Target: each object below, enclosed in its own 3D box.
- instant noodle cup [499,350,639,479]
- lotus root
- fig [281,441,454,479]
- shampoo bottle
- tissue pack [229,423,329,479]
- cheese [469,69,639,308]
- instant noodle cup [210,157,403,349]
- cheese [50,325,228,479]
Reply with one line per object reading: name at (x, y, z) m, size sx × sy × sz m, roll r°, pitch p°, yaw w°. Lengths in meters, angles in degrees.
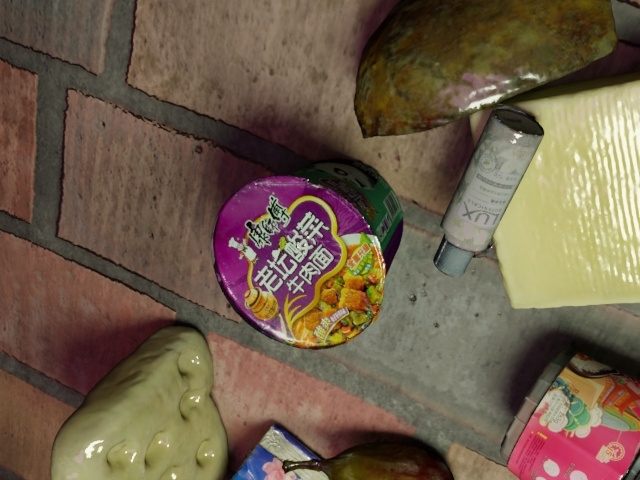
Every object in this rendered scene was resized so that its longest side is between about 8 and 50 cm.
instant noodle cup at (0.354, 0.263, 0.992) m, size 0.181 × 0.258 × 0.302 m, roll 31°, pitch 115°, yaw 25°
lotus root at (0.170, -0.243, 0.895) m, size 0.314 × 0.210 × 0.142 m, roll -21°, pitch 113°, yaw 16°
fig at (0.073, 0.389, 1.205) m, size 0.274 × 0.145 × 0.170 m, roll 18°, pitch 118°, yaw 0°
shampoo bottle at (0.192, -0.050, 0.891) m, size 0.072 × 0.072 × 0.214 m, roll 27°, pitch 125°, yaw 12°
tissue pack at (-0.045, 0.484, 1.312) m, size 0.269 × 0.137 × 0.209 m, roll 39°, pitch 120°, yaw 6°
cheese at (0.327, -0.060, 0.922) m, size 0.242 × 0.124 × 0.266 m, roll -7°, pitch 107°, yaw 27°
instant noodle cup at (0.000, 0.000, 1.057) m, size 0.251 × 0.190 × 0.251 m, roll 9°, pitch 115°, yaw 20°
cheese at (-0.297, 0.360, 1.262) m, size 0.129 × 0.328 × 0.351 m, roll 8°, pitch 114°, yaw 28°
